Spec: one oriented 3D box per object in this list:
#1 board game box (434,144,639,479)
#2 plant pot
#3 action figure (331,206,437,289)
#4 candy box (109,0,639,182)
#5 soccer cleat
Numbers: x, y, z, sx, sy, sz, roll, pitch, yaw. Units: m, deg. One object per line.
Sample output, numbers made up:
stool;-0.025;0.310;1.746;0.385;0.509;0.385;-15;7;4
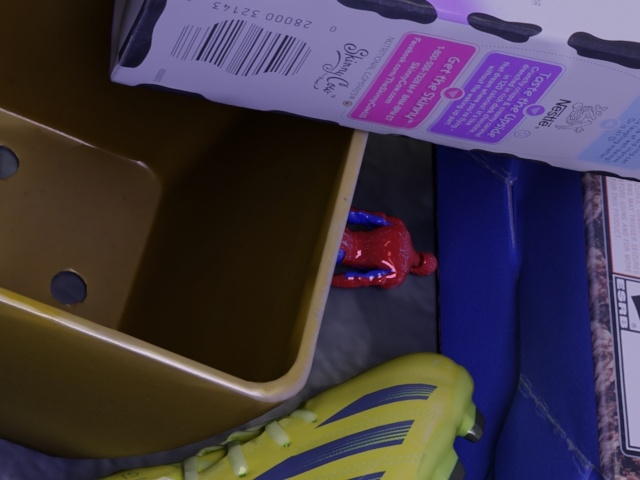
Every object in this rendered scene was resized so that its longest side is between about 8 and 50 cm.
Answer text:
board game box;0.210;0.039;0.683;0.291;0.141;0.232;11;60;-17
plant pot;-0.112;-0.035;0.561;0.212;0.187;0.212;21;57;-11
action figure;0.000;0.000;0.685;0.115;0.030;0.038;12;65;-22
candy box;0.038;-0.117;0.512;0.196;0.070;0.164;10;60;-18
soccer cleat;-0.050;0.114;0.568;0.121;0.093;0.289;43;56;11
